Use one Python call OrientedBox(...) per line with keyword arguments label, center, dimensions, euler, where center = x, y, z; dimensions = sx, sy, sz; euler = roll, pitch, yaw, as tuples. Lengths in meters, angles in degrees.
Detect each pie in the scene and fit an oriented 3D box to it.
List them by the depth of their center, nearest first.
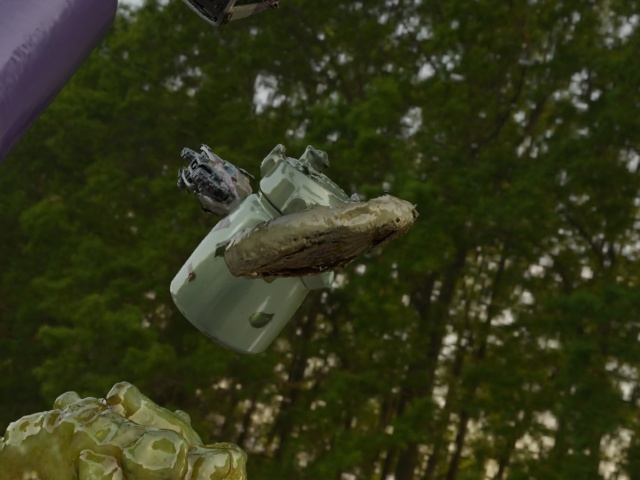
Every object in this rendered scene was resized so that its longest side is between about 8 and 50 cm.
OrientedBox(label="pie", center=(0.000, 0.000, 1.302), dimensions=(0.274, 0.055, 0.274), euler=(-14, -11, -3))

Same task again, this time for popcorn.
OrientedBox(label="popcorn", center=(-0.241, 0.311, 1.163), dimensions=(0.335, 0.274, 0.279), euler=(-13, -18, 36))

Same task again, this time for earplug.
OrientedBox(label="earplug", center=(-0.403, -0.216, 1.180), dimensions=(0.215, 0.456, 0.215), euler=(4, -52, 5))

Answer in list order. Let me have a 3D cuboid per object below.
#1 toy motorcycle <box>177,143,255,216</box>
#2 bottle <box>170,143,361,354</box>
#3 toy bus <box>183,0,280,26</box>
OrientedBox(label="toy motorcycle", center=(-0.171, -0.093, 1.900), dimensions=(0.204, 0.108, 0.239), euler=(39, 21, -23))
OrientedBox(label="bottle", center=(-0.071, 0.010, 1.712), dimensions=(0.229, 0.351, 0.229), euler=(37, 11, -9))
OrientedBox(label="toy bus", center=(-0.105, -0.629, 1.829), dimensions=(0.209, 0.440, 0.249), euler=(44, 34, 11))
